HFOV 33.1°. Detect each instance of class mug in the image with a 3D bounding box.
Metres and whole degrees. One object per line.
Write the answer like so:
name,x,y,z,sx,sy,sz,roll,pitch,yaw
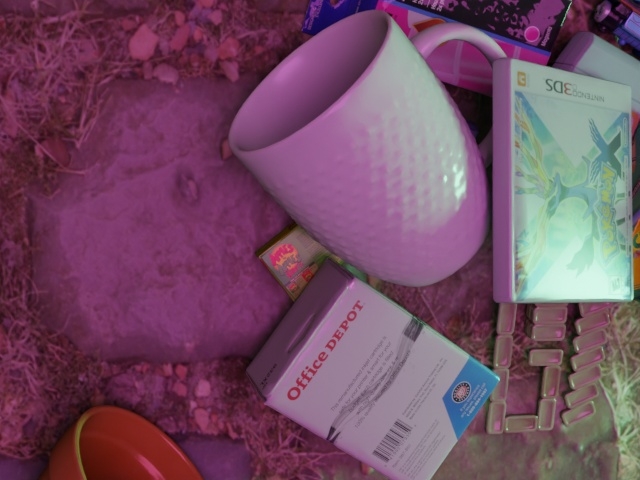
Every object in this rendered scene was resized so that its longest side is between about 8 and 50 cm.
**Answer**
mug,0.115,-0.136,1.490,0.374,0.276,0.328,-44,116,-3

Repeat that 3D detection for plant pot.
plant pot,-0.308,0.411,1.540,0.203,0.291,0.291,-41,105,13

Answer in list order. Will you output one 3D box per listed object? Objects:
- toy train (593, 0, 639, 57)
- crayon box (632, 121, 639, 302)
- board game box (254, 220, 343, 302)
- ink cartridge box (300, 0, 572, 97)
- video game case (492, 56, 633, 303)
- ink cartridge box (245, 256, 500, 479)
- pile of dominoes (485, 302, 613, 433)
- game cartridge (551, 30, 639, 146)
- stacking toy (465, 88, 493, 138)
toy train,0.509,-0.343,1.683,0.184,0.080,0.105,29,98,-14
crayon box,0.535,-0.040,1.707,0.165,0.081,0.278,20,95,-34
board game box,0.000,0.000,1.646,0.181,0.043,0.092,-39,103,-4
ink cartridge box,0.173,-0.335,1.608,0.370,0.069,0.176,16,108,-11
video game case,0.350,-0.076,1.531,0.300,0.036,0.329,2,87,-42
ink cartridge box,0.078,0.204,1.630,0.307,0.129,0.223,35,92,-23
pile of dominoes,0.369,0.192,1.768,0.196,0.040,0.251,0,107,-12
game cartridge,0.402,-0.160,1.673,0.198,0.062,0.297,19,95,-36
stacking toy,0.176,-0.179,1.619,0.221,0.052,0.167,17,120,-13
